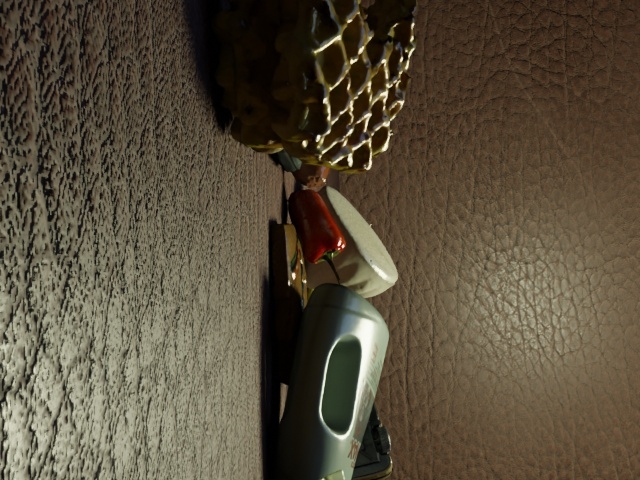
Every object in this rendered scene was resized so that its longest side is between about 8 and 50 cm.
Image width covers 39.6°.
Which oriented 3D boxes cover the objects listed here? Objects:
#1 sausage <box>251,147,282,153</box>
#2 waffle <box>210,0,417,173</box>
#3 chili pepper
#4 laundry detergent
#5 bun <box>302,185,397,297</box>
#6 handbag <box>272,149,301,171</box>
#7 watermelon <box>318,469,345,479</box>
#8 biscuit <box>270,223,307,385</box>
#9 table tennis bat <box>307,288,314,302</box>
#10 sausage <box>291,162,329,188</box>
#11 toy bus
[{"bbox_3d":[-0.072,-0.250,1.111,0.066,0.065,0.301,-84,172,-59],"label":"sausage"},{"bbox_3d":[0.003,-0.219,1.041,0.324,0.151,0.261,11,91,-63],"label":"waffle"},{"bbox_3d":[0.000,0.000,1.612,0.086,0.084,0.192,17,46,-59],"label":"chili pepper"},{"bbox_3d":[0.000,0.291,1.404,0.264,0.124,0.398,64,37,-61],"label":"laundry detergent"},{"bbox_3d":[0.028,0.031,1.889,0.263,0.175,0.263,49,11,-13],"label":"bun"},{"bbox_3d":[-0.052,-0.221,1.392,0.332,0.074,0.192,79,14,-85],"label":"handbag"},{"bbox_3d":[-0.009,0.462,1.203,0.256,0.175,0.260,96,-24,-45],"label":"watermelon"},{"bbox_3d":[-0.049,0.089,1.498,0.302,0.043,0.278,84,6,-48],"label":"biscuit"},{"bbox_3d":[0.002,0.250,2.073,0.224,0.054,0.369,-40,131,-71],"label":"table tennis bat"},{"bbox_3d":[-0.024,-0.303,1.638,0.094,0.094,0.419,13,74,-55],"label":"sausage"},{"bbox_3d":[0.039,0.331,1.679,0.157,0.139,0.290,89,-14,-57],"label":"toy bus"}]
